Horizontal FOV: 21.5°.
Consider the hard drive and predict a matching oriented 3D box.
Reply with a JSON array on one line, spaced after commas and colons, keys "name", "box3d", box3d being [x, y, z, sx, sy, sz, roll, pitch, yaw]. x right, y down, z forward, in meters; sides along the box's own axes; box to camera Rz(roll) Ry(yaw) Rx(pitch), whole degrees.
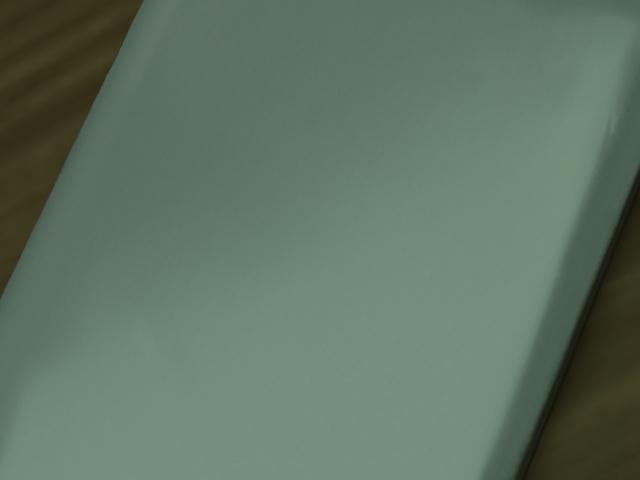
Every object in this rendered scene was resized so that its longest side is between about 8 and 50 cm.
[{"name": "hard drive", "box3d": [0.000, 0.000, 0.720, 0.233, 0.047, 0.353, 21, 79, 14]}]
